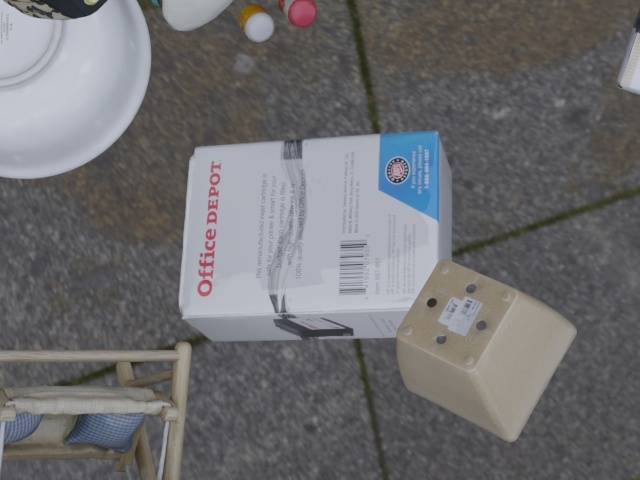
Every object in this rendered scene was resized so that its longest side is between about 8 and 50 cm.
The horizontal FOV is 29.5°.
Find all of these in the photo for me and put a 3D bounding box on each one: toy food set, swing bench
[{"bbox_3d":[-0.030,-0.342,1.486,0.111,0.104,0.232,3,118,-25],"label":"toy food set"},{"bbox_3d":[-0.275,0.244,1.303,0.253,0.165,0.255,4,75,-37],"label":"swing bench"}]

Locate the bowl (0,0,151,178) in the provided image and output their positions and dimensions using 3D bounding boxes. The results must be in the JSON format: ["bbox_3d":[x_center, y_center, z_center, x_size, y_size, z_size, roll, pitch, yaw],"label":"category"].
[{"bbox_3d":[-0.351,-0.228,1.397,0.297,0.134,0.298,0,81,1],"label":"bowl"}]

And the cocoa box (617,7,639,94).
[{"bbox_3d":[0.523,-0.229,1.310,0.347,0.231,0.228,20,105,11],"label":"cocoa box"}]

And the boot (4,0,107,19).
[{"bbox_3d":[-0.157,-0.189,0.642,0.178,0.236,0.085,33,72,-49],"label":"boot"}]

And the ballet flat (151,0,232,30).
[{"bbox_3d":[-0.008,-0.288,0.652,0.139,0.139,0.400,0,121,-20],"label":"ballet flat"}]

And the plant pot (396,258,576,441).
[{"bbox_3d":[0.120,0.075,0.955,0.109,0.109,0.096,-58,145,-12],"label":"plant pot"}]

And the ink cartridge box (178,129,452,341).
[{"bbox_3d":[0.000,0.000,1.472,0.307,0.129,0.223,-3,70,14],"label":"ink cartridge box"}]
